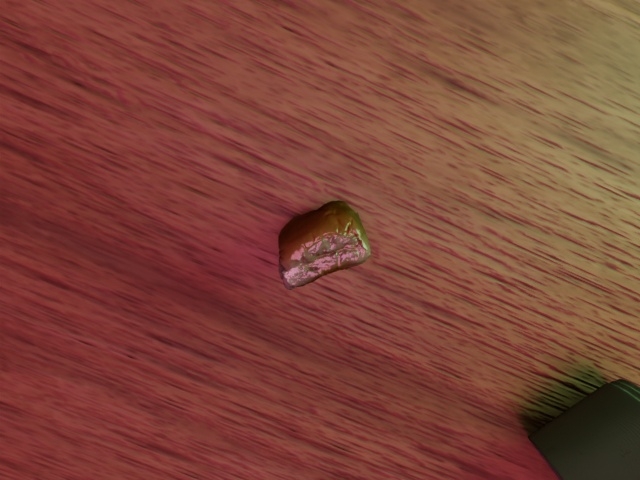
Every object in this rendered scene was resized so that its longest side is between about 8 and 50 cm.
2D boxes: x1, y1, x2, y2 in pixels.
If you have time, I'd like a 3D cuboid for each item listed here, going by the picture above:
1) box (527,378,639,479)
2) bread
[{"bbox_3d":[0.407,0.314,0.540,0.149,0.226,0.226,-37,98,5],"label":"box"},{"bbox_3d":[-0.001,0.001,0.549,0.125,0.106,0.082,-22,99,1],"label":"bread"}]
